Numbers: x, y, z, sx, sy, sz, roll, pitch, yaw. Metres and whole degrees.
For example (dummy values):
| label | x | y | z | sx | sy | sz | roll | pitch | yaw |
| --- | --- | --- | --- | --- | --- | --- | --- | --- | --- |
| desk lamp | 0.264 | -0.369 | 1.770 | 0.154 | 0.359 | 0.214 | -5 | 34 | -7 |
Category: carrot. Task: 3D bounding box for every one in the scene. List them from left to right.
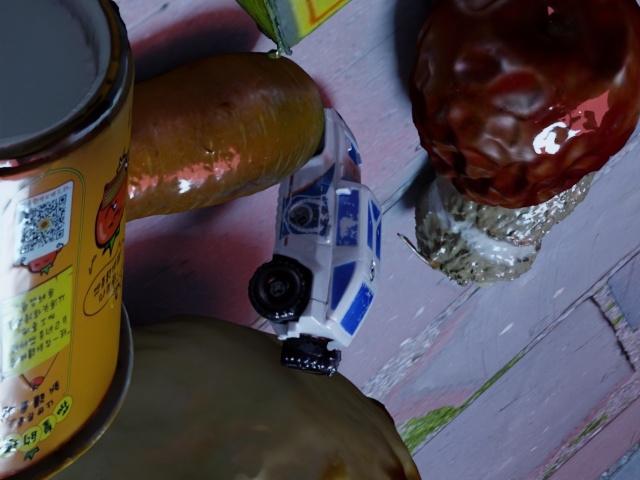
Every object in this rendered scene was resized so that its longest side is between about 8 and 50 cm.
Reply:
| label | x | y | z | sx | sy | sz | roll | pitch | yaw |
| --- | --- | --- | --- | --- | --- | --- | --- | --- | --- |
| carrot | -0.081 | -0.053 | 1.010 | 0.193 | 0.087 | 0.087 | -20 | 151 | -41 |

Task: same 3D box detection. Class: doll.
| label | x | y | z | sx | sy | sz | roll | pitch | yaw |
| --- | --- | --- | --- | --- | --- | --- | --- | --- | --- |
| doll | 0.153 | -0.056 | 1.394 | 0.221 | 0.105 | 0.115 | -50 | 157 | 25 |

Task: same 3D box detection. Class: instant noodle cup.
| label | x | y | z | sx | sy | sz | roll | pitch | yaw |
| --- | --- | --- | --- | --- | --- | --- | --- | --- | --- |
| instant noodle cup | -0.170 | -0.020 | 0.759 | 0.216 | 0.216 | 0.172 | -25 | 145 | -39 |

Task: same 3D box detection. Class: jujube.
| label | x | y | z | sx | sy | sz | roll | pitch | yaw |
| --- | --- | --- | --- | --- | --- | --- | --- | --- | --- |
| jujube | 0.135 | -0.099 | 1.222 | 0.155 | 0.155 | 0.230 | -39 | 166 | -7 |

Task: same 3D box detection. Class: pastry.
| label | x | y | z | sx | sy | sz | roll | pitch | yaw |
| --- | --- | --- | --- | --- | --- | --- | --- | --- | --- |
| pastry | -0.081 | 0.244 | 1.230 | 0.388 | 0.313 | 0.388 | -45 | 152 | -32 |

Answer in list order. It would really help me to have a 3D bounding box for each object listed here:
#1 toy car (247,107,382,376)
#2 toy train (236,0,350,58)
| label | x | y | z | sx | sy | sz | roll | pitch | yaw |
| --- | --- | --- | --- | --- | --- | --- | --- | --- | --- |
| toy car | 0.000 | 0.000 | 1.172 | 0.070 | 0.170 | 0.080 | 0 | 164 | 13 |
| toy train | 0.016 | -0.202 | 0.805 | 0.261 | 0.134 | 0.177 | -39 | 160 | -7 |
